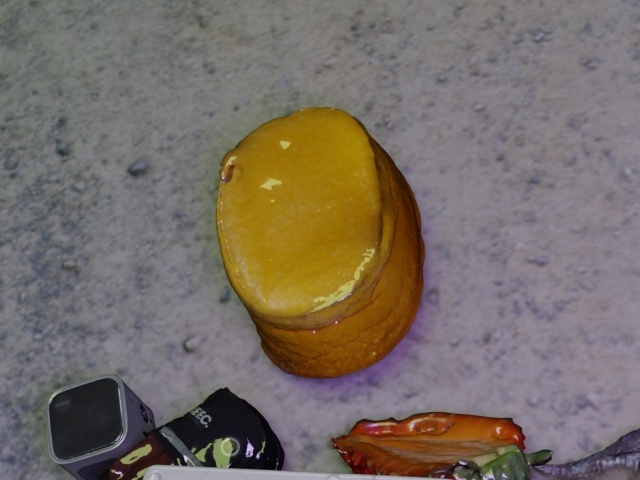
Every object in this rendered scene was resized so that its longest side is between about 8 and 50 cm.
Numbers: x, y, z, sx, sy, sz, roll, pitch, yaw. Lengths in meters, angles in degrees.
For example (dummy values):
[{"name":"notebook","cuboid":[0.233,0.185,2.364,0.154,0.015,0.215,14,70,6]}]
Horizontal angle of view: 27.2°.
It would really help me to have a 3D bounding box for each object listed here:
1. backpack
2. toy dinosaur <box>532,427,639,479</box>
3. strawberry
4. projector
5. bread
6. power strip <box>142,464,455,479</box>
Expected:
[{"name":"backpack","cuboid":[-0.118,0.215,1.228,0.120,0.106,0.165,37,76,29]},{"name":"toy dinosaur","cuboid":[0.329,0.224,1.099,0.294,0.077,0.162,2,55,3]},{"name":"strawberry","cuboid":[0.106,0.208,1.160,0.192,0.085,0.140,-7,15,4]},{"name":"projector","cuboid":[-0.212,0.189,1.291,0.083,0.082,0.083,-18,56,8]},{"name":"bread","cuboid":[0.000,0.000,1.298,0.195,0.143,0.270,-16,54,11]},{"name":"power strip","cuboid":[-0.012,0.240,1.077,0.338,0.058,0.098,-1,60,21]}]
